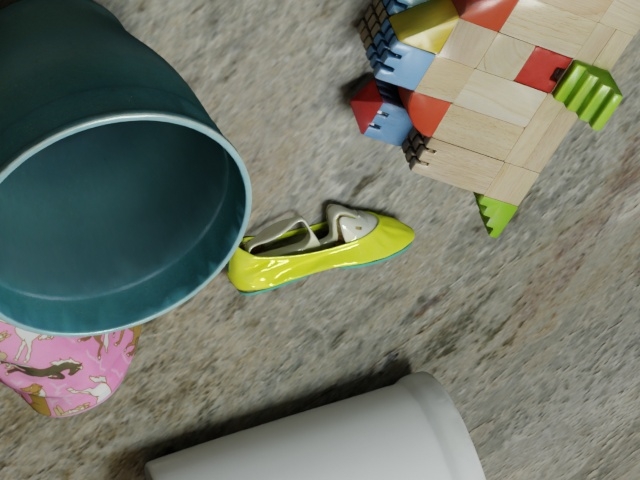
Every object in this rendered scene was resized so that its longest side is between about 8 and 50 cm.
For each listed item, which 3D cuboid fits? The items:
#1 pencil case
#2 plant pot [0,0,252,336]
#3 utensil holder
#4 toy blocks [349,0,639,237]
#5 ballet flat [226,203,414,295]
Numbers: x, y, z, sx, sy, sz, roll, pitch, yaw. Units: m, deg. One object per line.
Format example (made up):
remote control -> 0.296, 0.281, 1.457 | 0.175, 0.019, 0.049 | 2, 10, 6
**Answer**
pencil case -> -0.349, 0.050, 1.803 | 0.386, 0.167, 0.160 | 43, 63, -48
plant pot -> -0.233, -0.093, 1.641 | 0.272, 0.255, 0.271 | -15, 138, -14
utensil holder -> -0.002, 0.375, 2.203 | 0.386, 0.327, 0.327 | -15, 138, -10
toy blocks -> 0.164, -0.205, 1.830 | 0.261, 0.190, 0.381 | 16, 123, -25
ballet flat -> 0.000, 0.000, 2.008 | 0.231, 0.077, 0.077 | -16, 121, -11
